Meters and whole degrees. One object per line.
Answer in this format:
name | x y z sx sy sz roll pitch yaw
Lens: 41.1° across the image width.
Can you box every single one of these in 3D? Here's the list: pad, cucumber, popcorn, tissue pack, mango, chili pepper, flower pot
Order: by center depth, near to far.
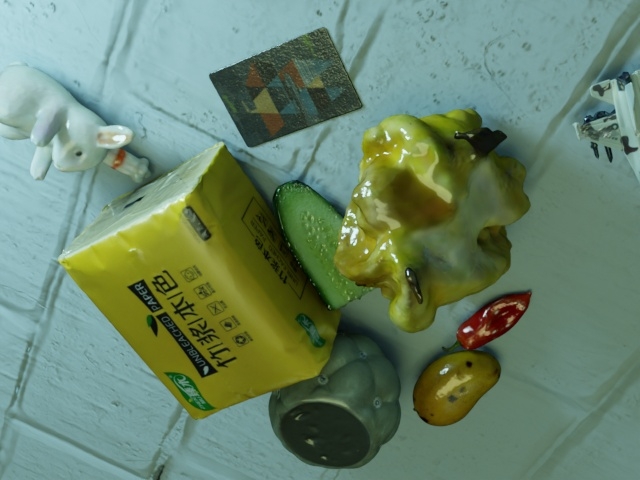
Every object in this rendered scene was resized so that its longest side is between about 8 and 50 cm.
popcorn | 0.153 -0.046 1.265 0.316 0.281 0.297 -37 106 -11
pad | -0.056 -0.234 1.332 0.211 0.003 0.143 -17 116 24
cucumber | 0.000 0.000 1.428 0.115 0.063 0.244 -35 111 -11
tissue pack | -0.189 0.077 1.432 0.293 0.228 0.382 -24 115 24
chili pepper | 0.286 0.145 1.461 0.191 0.050 0.059 -39 90 23
mango | 0.237 0.259 1.525 0.115 0.090 0.178 27 122 -16
flower pot | 0.028 0.280 1.527 0.246 0.195 0.246 7 125 10

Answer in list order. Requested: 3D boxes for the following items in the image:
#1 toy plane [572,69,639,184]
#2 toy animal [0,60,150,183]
toy plane | 0.449 -0.153 1.221 0.160 0.082 0.234 -18 131 13
toy animal | -0.417 -0.166 1.383 0.282 0.138 0.140 37 159 -5
